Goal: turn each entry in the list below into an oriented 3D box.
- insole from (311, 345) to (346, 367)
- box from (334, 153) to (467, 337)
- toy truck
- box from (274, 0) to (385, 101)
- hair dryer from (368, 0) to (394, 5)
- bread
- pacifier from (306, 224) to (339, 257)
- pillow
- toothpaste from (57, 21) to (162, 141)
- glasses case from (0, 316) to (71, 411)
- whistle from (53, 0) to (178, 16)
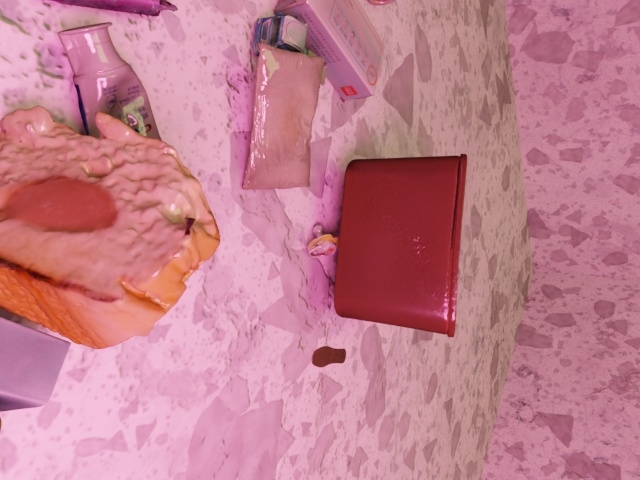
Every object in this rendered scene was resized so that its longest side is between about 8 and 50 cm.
[{"bbox_3d":[0.021,0.252,0.953,0.135,0.002,0.045,21,76,-54],"label":"insole"},{"bbox_3d":[0.171,0.007,0.913,0.239,0.229,0.340,19,76,-72],"label":"box"},{"bbox_3d":[-0.034,-0.326,0.776,0.175,0.081,0.067,13,83,-54],"label":"toy truck"},{"bbox_3d":[0.031,-0.408,0.865,0.269,0.079,0.135,34,66,-50],"label":"box"},{"bbox_3d":[0.085,-0.626,0.950,0.255,0.069,0.129,0,91,-50],"label":"hair dryer"},{"bbox_3d":[-0.209,-0.021,0.406,0.224,0.211,0.184,45,51,-30],"label":"bread"},{"bbox_3d":[0.000,0.000,0.878,0.083,0.068,0.064,16,45,-54],"label":"pacifier"},{"bbox_3d":[-0.059,-0.195,0.730,0.148,0.050,0.230,-18,124,-49],"label":"pillow"},{"bbox_3d":[-0.234,-0.118,0.540,0.096,0.061,0.266,-46,134,-45],"label":"toothpaste"},{"bbox_3d":[-0.347,0.081,0.336,0.266,0.105,0.056,45,14,-46],"label":"glasses case"},{"bbox_3d":[-0.247,-0.288,0.518,0.176,0.033,0.033,-26,113,-51],"label":"whistle"}]
